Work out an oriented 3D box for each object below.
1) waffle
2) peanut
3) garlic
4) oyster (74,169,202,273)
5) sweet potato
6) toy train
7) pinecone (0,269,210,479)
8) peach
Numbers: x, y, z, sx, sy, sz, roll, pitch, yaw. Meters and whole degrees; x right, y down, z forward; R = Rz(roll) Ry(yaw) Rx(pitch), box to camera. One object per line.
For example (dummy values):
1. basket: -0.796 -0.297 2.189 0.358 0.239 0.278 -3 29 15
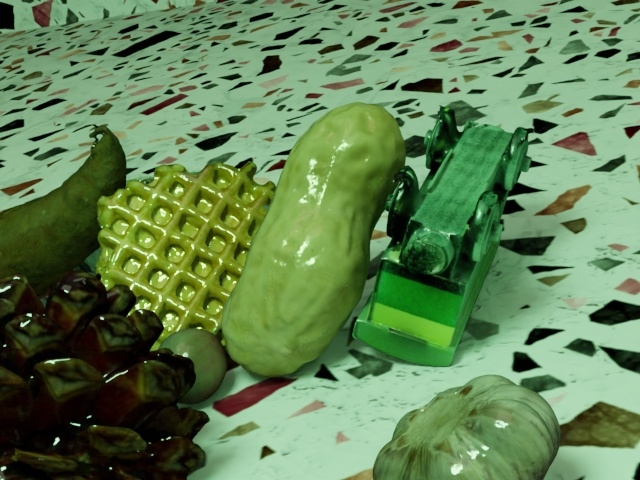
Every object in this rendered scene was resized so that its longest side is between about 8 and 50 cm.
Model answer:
1. waffle: -0.141 0.021 1.255 0.245 0.052 0.254 -12 68 -10
2. peanut: 0.000 0.000 1.148 0.148 0.148 0.318 23 85 53
3. garlic: 0.123 0.180 0.880 0.159 0.102 0.147 -31 20 23
4. oyster: -0.241 -0.018 1.468 0.351 0.162 0.158 -18 46 18
5. sweet potato: -0.365 -0.002 1.381 0.423 0.130 0.130 -32 13 33
6. toy train: 0.139 -0.013 1.165 0.120 0.202 0.301 19 34 11
7. pinecone: -0.248 0.155 0.967 0.299 0.242 0.296 -2 31 5
8. peach: -0.137 0.133 1.148 0.083 0.083 0.083 -12 25 6
